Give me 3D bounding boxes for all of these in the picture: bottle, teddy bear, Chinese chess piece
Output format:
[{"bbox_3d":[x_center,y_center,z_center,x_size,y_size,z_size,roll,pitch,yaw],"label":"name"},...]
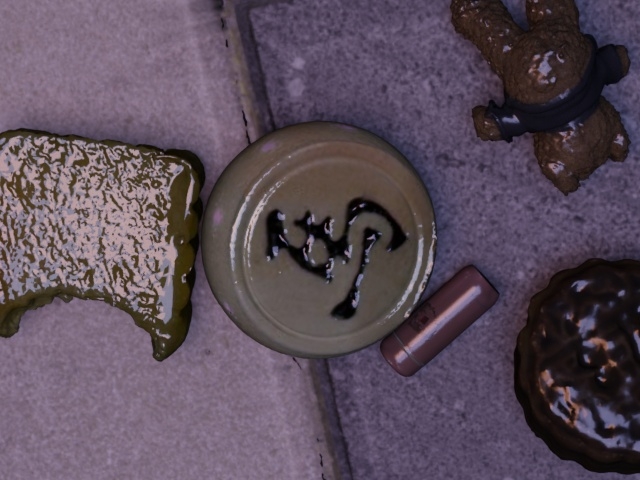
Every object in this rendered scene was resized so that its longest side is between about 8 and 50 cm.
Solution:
[{"bbox_3d":[0.130,0.088,1.456,0.140,0.053,0.053,-43,96,8],"label":"bottle"},{"bbox_3d":[0.230,-0.172,1.371,0.182,0.129,0.251,-27,98,7],"label":"teddy bear"},{"bbox_3d":[0.000,0.000,1.389,0.250,0.101,0.250,-4,102,-17],"label":"Chinese chess piece"}]

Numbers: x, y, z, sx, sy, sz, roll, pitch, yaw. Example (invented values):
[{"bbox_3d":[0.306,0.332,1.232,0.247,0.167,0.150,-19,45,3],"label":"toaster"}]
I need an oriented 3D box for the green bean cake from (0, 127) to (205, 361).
[{"bbox_3d":[-0.244,0.002,1.412,0.236,0.124,0.232,8,99,-1],"label":"green bean cake"}]

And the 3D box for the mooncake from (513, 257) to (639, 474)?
[{"bbox_3d":[0.313,0.130,1.397,0.228,0.124,0.228,-1,78,6],"label":"mooncake"}]
